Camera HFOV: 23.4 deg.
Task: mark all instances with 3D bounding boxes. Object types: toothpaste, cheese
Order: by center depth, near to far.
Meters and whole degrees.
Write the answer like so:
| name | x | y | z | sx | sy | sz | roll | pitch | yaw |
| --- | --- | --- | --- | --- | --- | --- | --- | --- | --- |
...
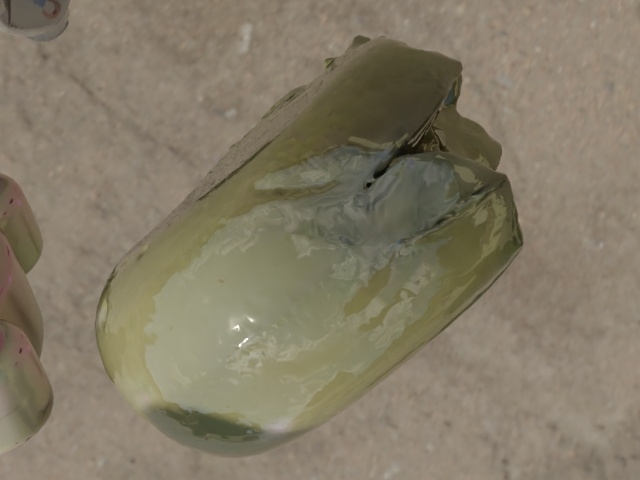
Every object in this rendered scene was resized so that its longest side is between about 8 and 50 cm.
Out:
| name | x | y | z | sx | sy | sz | roll | pitch | yaw |
| --- | --- | --- | --- | --- | --- | --- | --- | --- | --- |
| cheese | 0.000 | 0.000 | 0.552 | 0.091 | 0.175 | 0.202 | 45 | 164 | -8 |
| toothpaste | -0.210 | -0.196 | 1.050 | 0.068 | 0.282 | 0.099 | -25 | 82 | -6 |

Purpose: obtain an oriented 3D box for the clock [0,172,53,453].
| name | x | y | z | sx | sy | sz | roll | pitch | yaw |
| --- | --- | --- | --- | --- | --- | --- | --- | --- | --- |
| clock | -0.337 | 0.072 | 1.024 | 0.309 | 0.284 | 0.114 | -16 | 128 | 0 |
